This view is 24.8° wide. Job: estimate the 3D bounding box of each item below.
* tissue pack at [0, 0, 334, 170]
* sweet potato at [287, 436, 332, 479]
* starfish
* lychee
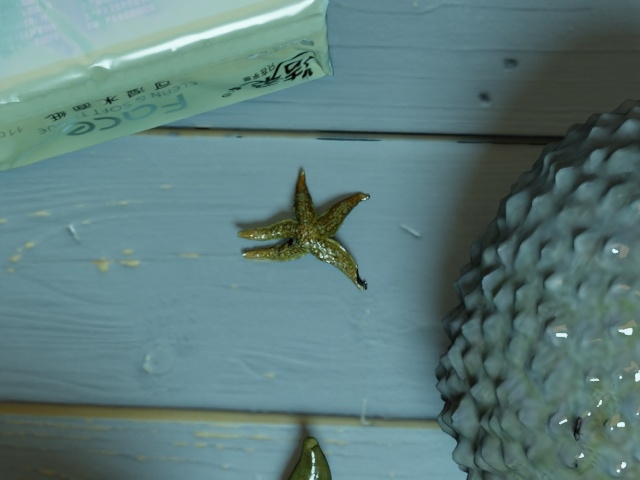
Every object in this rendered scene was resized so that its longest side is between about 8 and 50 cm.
[{"bbox_3d":[-0.220,-0.276,1.422,0.405,0.205,0.332,-17,74,1],"label":"tissue pack"},{"bbox_3d":[-0.010,0.307,1.332,0.069,0.059,0.250,-7,79,-10],"label":"sweet potato"},{"bbox_3d":[0.001,-0.003,1.418,0.133,0.041,0.130,-44,78,-7],"label":"starfish"},{"bbox_3d":[0.297,0.076,1.219,0.432,0.380,0.380,-45,76,12],"label":"lychee"}]
